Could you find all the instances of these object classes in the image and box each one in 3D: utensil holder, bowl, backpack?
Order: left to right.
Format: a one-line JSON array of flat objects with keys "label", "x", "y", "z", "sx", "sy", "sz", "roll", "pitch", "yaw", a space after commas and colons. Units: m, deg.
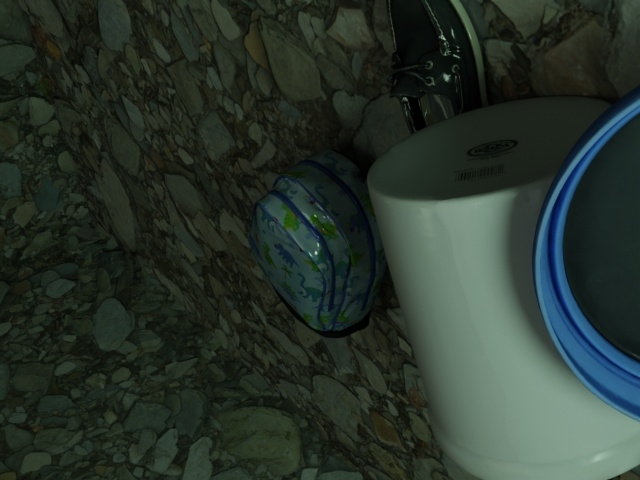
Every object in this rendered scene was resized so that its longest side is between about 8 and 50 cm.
[{"label": "backpack", "x": 0.000, "y": 0.000, "z": 1.465, "sx": 0.290, "sy": 0.273, "sz": 0.355, "roll": 54, "pitch": 142, "yaw": 19}, {"label": "utensil holder", "x": 0.254, "y": 0.053, "z": 0.997, "sx": 0.328, "sy": 0.328, "sz": 0.385, "roll": 14, "pitch": 129, "yaw": 53}, {"label": "bowl", "x": 0.397, "y": 0.009, "z": 0.735, "sx": 0.391, "sy": 0.077, "sz": 0.391, "roll": 4, "pitch": 116, "yaw": 9}]

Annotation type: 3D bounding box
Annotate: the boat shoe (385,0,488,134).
[{"label": "boat shoe", "x": 0.149, "y": -0.206, "z": 1.099, "sx": 0.127, "sy": 0.113, "sz": 0.340, "roll": 17, "pitch": 134, "yaw": 53}]
